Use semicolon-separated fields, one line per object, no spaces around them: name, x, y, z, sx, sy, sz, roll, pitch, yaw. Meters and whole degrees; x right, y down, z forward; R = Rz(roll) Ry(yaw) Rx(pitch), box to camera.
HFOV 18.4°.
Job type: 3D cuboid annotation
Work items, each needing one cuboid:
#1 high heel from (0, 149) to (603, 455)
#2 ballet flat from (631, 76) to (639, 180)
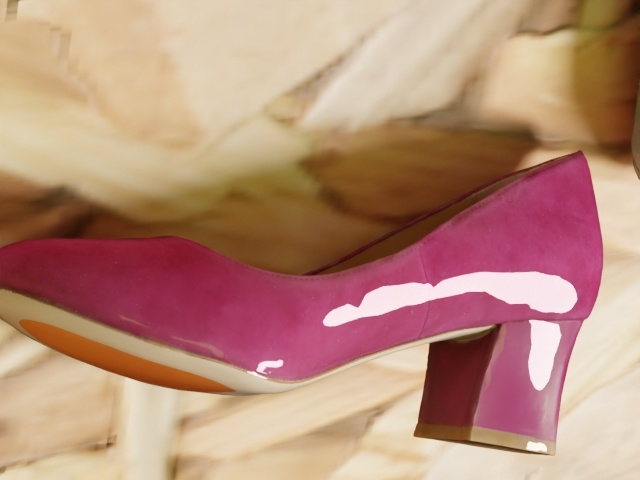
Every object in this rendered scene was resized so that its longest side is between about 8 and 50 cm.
high heel;0.000;0.000;0.681;0.244;0.082;0.117;14;80;-28
ballet flat;0.151;-0.098;0.719;0.072;0.068;0.213;-24;129;-23
